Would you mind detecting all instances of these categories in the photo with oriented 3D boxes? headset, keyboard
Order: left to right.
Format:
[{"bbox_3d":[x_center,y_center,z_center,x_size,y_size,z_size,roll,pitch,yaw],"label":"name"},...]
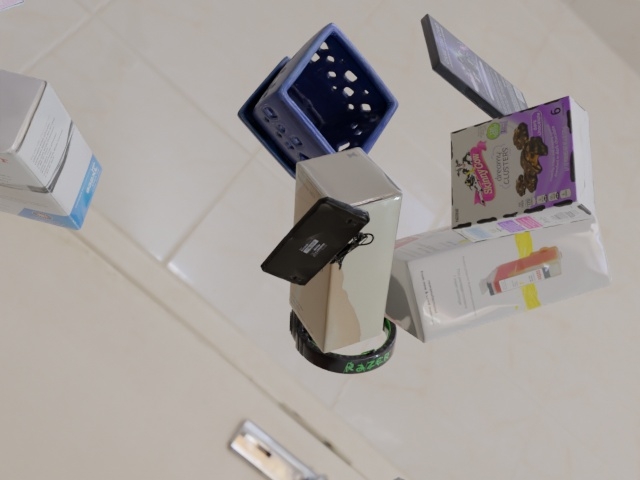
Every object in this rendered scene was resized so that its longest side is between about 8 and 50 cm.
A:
[{"bbox_3d":[0.000,0.000,1.171,0.192,0.100,0.038,-45,-152,47],"label":"keyboard"},{"bbox_3d":[0.026,0.159,2.080,0.243,0.185,0.394,-13,-144,-25],"label":"headset"}]

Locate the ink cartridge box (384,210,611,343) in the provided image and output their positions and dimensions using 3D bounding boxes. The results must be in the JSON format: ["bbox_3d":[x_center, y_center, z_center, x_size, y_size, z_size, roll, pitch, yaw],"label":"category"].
[{"bbox_3d":[0.319,0.049,1.673,0.384,0.160,0.279,-15,-173,-11],"label":"ink cartridge box"}]

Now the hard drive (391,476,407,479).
[{"bbox_3d":[0.109,0.574,1.371,0.210,0.319,0.040,-28,-165,-30],"label":"hard drive"}]

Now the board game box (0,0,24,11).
[{"bbox_3d":[-0.541,-0.406,1.052,0.066,0.318,0.318,11,-146,27],"label":"board game box"}]

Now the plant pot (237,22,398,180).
[{"bbox_3d":[-0.018,-0.270,1.786,0.212,0.236,0.236,-12,-143,51],"label":"plant pot"}]

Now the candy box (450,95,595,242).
[{"bbox_3d":[0.289,-0.099,1.245,0.196,0.070,0.165,-14,-116,37],"label":"candy box"}]

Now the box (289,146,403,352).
[{"bbox_3d":[0.035,0.019,1.412,0.121,0.148,0.311,-16,132,-22],"label":"box"}]

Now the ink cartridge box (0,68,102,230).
[{"bbox_3d":[-0.500,-0.148,1.337,0.307,0.223,0.129,87,19,-70],"label":"ink cartridge box"}]

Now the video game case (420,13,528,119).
[{"bbox_3d":[0.302,-0.298,1.613,0.026,0.274,0.196,-43,-151,29],"label":"video game case"}]
